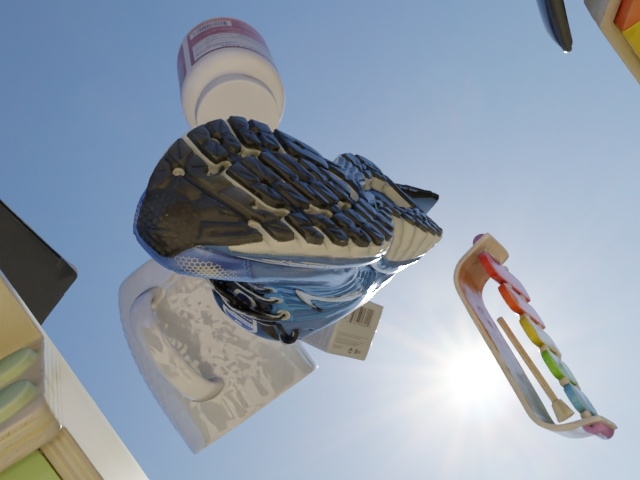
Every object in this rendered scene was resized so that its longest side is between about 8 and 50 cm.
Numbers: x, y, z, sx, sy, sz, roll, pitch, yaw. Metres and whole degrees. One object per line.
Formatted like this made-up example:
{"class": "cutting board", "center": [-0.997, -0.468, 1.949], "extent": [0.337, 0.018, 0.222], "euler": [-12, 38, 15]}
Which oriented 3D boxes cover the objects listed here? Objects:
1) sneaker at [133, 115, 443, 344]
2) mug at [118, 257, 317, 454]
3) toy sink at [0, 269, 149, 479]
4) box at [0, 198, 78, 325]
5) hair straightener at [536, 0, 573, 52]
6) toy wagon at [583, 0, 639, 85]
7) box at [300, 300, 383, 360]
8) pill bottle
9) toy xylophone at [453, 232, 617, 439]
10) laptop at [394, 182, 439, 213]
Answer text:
{"class": "sneaker", "center": [-0.023, 0.015, 0.659], "extent": [0.147, 0.130, 0.330], "euler": [-51, -22, 14]}
{"class": "mug", "center": [-0.218, 0.177, 1.665], "extent": [0.276, 0.328, 0.374], "euler": [-37, -6, 10]}
{"class": "toy sink", "center": [-0.185, 0.146, 0.504], "extent": [0.152, 0.131, 0.234], "euler": [-31, -72, -9]}
{"class": "box", "center": [-0.548, -0.001, 1.121], "extent": [0.212, 0.395, 0.293], "euler": [-58, -41, -23]}
{"class": "hair straightener", "center": [0.138, -0.212, 0.654], "extent": [0.089, 0.047, 0.230], "euler": [-32, -41, 10]}
{"class": "toy wagon", "center": [0.351, -0.221, 0.616], "extent": [0.344, 0.068, 0.267], "euler": [-33, -49, 23]}
{"class": "box", "center": [0.030, 0.135, 1.559], "extent": [0.101, 0.087, 0.102], "euler": [19, -88, -46]}
{"class": "pill bottle", "center": [-0.107, -0.180, 1.112], "extent": [0.121, 0.216, 0.121], "euler": [-5, -61, -8]}
{"class": "toy xylophone", "center": [0.295, 0.146, 1.317], "extent": [0.081, 0.323, 0.236], "euler": [-35, -20, 14]}
{"class": "laptop", "center": [0.000, 0.000, 1.293], "extent": [0.264, 0.234, 0.137], "euler": [14, -107, -5]}
